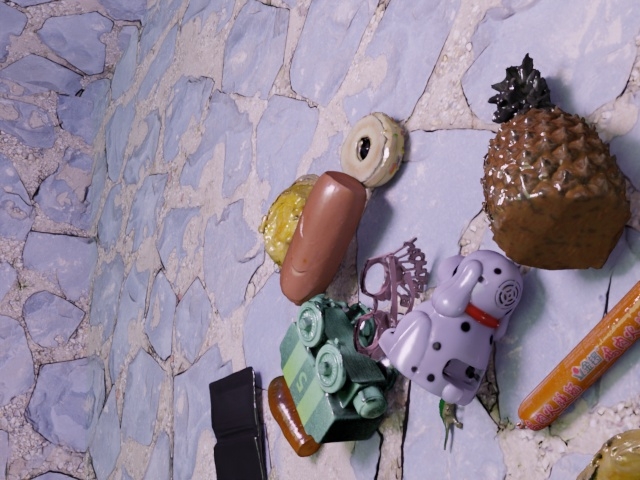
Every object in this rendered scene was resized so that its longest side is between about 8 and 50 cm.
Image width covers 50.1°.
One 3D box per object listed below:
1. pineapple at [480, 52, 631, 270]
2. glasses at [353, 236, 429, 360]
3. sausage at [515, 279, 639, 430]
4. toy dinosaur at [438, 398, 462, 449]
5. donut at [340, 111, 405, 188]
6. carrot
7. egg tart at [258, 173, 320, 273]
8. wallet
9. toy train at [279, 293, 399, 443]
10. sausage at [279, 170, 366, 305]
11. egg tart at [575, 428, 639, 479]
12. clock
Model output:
[{"bbox_3d":[0.341,-0.138,1.050,0.202,0.202,0.362,-41,34,42],"label":"pineapple"},{"bbox_3d":[0.151,0.120,1.258,0.095,0.162,0.255,15,97,44],"label":"glasses"},{"bbox_3d":[0.392,0.164,0.980,0.348,0.053,0.053,-58,39,28],"label":"sausage"},{"bbox_3d":[0.225,0.309,1.215,0.060,0.029,0.120,175,98,-71],"label":"toy dinosaur"},{"bbox_3d":[0.115,-0.190,1.473,0.174,0.068,0.175,-25,58,49],"label":"donut"},{"bbox_3d":[-0.066,0.397,1.556,0.087,0.087,0.193,-57,39,30],"label":"carrot"},{"bbox_3d":[-0.066,-0.023,1.655,0.291,0.107,0.291,-23,62,51],"label":"egg tart"},{"bbox_3d":[-0.221,0.509,1.787,0.247,0.041,0.323,-31,60,49],"label":"wallet"},{"bbox_3d":[0.027,0.257,1.395,0.238,0.167,0.299,-63,36,31],"label":"toy train"},{"bbox_3d":[0.000,0.001,1.462,0.121,0.121,0.304,54,128,47],"label":"sausage"},{"bbox_3d":[0.430,0.359,0.812,0.288,0.118,0.288,-17,69,51],"label":"egg tart"},{"bbox_3d":[0.236,0.120,1.133,0.254,0.189,0.189,-60,37,7],"label":"clock"}]
